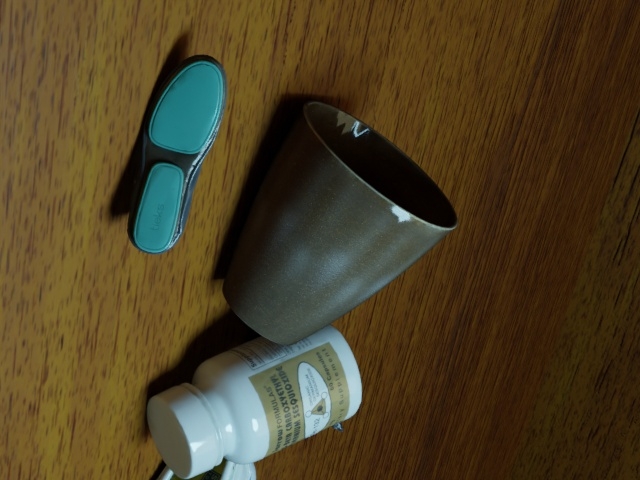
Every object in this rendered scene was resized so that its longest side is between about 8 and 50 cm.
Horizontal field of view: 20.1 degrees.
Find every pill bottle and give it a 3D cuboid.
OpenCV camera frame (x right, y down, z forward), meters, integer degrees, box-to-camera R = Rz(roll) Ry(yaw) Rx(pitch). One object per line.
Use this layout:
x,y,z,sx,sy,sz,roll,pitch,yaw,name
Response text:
-0.078,0.185,2.085,0.229,0.131,0.131,-22,142,-28,pill bottle

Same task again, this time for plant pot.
0.000,0.000,2.024,0.230,0.215,0.215,-51,164,17,plant pot

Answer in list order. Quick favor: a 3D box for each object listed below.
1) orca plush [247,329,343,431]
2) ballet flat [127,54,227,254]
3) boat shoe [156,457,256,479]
-0.056,0.176,2.312,0.287,0.102,0.151,50,26,-74,orca plush
-0.141,-0.086,1.737,0.074,0.074,0.203,-11,122,-65,ballet flat
-0.194,0.381,2.132,0.367,0.135,0.156,-58,161,-17,boat shoe
